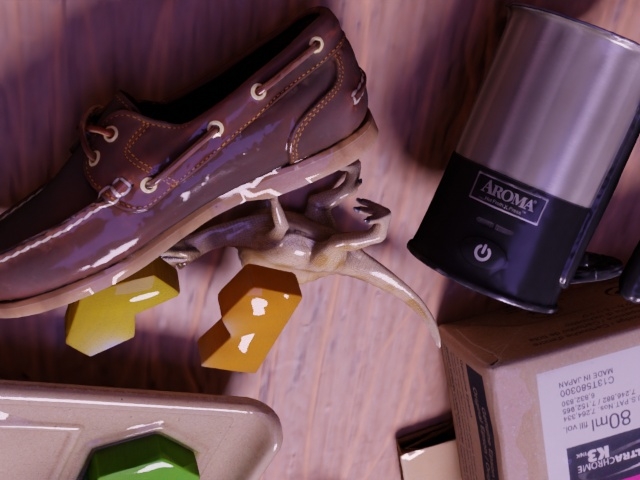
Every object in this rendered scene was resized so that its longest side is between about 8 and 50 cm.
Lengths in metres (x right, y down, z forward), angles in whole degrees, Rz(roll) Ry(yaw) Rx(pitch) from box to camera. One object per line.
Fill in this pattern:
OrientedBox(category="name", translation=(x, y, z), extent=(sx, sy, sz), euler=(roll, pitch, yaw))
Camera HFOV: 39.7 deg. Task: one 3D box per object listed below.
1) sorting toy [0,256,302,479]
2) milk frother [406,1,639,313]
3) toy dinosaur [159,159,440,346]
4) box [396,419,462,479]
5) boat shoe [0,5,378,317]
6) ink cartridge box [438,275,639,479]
OrientedBox(category="sorting toy", translation=(-0.140, 0.127, 0.493), extent=(0.229, 0.041, 0.307), euler=(13, 126, -27))
OrientedBox(category="milk frother", translation=(0.128, -0.038, 0.475), extent=(0.129, 0.143, 0.135), euler=(22, 102, -1))
OrientedBox(category="toy dinosaur", translation=(0.000, 0.000, 0.485), extent=(0.183, 0.053, 0.093), euler=(14, 133, -19))
OrientedBox(category="box", translation=(0.145, 0.200, 0.684), extent=(0.164, 0.021, 0.201), euler=(-17, 128, -8))
OrientedBox(category="boat shoe", translation=(-0.075, -0.040, 0.409), extent=(0.207, 0.073, 0.073), euler=(-29, 127, -8))
OrientedBox(category="ink cartridge box", translation=(0.209, 0.125, 0.576), extent=(0.234, 0.088, 0.193), euler=(-14, 104, -11))
